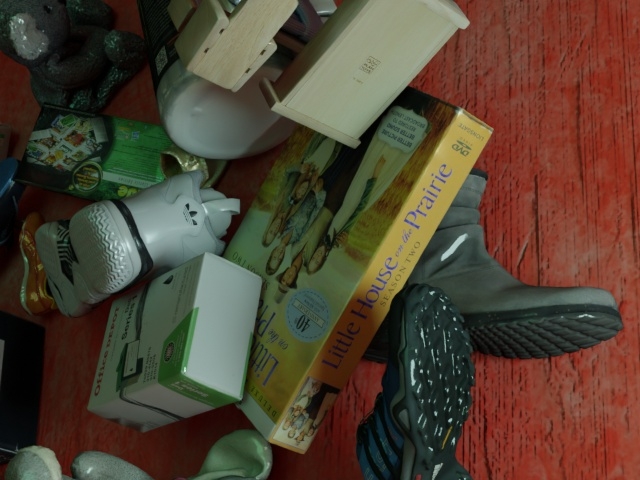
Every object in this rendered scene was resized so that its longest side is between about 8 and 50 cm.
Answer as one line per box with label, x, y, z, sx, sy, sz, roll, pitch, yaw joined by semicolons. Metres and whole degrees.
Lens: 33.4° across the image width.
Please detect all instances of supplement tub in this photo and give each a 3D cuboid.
supplement tub;-0.146;-0.299;1.492;0.207;0.207;0.338;-29;57;22

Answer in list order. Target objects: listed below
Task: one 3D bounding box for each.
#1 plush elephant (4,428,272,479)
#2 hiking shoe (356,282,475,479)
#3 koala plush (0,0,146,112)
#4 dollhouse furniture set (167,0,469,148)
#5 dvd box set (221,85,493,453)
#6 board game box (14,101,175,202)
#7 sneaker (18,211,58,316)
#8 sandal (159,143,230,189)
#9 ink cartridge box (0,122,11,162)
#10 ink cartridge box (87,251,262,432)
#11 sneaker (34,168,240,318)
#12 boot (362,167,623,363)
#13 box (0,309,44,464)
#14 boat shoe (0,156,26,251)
plush elephant;-0.156;0.345;1.208;0.255;0.330;0.272;-22;70;0
hiking shoe;0.083;0.191;1.113;0.132;0.113;0.304;6;105;40
koala plush;-0.433;-0.312;1.687;0.203;0.221;0.196;-51;52;6
dollhouse furniture set;-0.030;-0.305;1.218;0.198;0.286;0.303;-47;47;23
dvd box set;0.000;0.000;1.280;0.420;0.062;0.307;-60;32;6
board game box;-0.335;-0.125;1.623;0.259;0.030;0.136;14;76;23
sneaker;-0.425;0.035;1.646;0.067;0.064;0.175;-14;66;7
sandal;-0.198;-0.099;1.523;0.088;0.079;0.240;18;81;38
ink cartridge box;-0.624;-0.104;1.854;0.181;0.056;0.225;14;97;38
ink cartridge box;-0.179;0.129;1.294;0.219;0.092;0.160;-26;47;44
sneaker;-0.251;0.005;1.453;0.366;0.210;0.137;-18;91;61
boot;0.171;0.014;1.196;0.338;0.118;0.223;-5;65;32
box;-0.656;0.223;1.563;0.395;0.293;0.212;-17;61;29
boat shoe;-0.536;-0.016;1.722;0.258;0.089;0.109;-53;38;11
